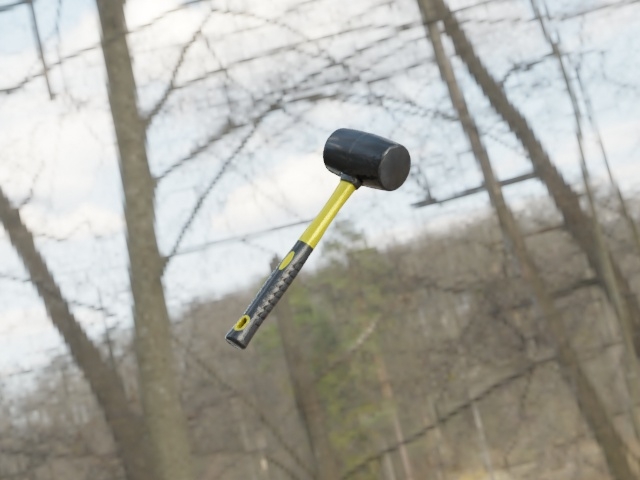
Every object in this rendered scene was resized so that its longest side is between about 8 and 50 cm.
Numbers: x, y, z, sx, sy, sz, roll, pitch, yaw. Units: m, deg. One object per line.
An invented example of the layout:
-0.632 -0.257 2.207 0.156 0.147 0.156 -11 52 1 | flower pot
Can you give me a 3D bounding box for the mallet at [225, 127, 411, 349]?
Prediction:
0.000 0.000 0.956 0.062 0.189 0.039 11 -29 37 | mallet
